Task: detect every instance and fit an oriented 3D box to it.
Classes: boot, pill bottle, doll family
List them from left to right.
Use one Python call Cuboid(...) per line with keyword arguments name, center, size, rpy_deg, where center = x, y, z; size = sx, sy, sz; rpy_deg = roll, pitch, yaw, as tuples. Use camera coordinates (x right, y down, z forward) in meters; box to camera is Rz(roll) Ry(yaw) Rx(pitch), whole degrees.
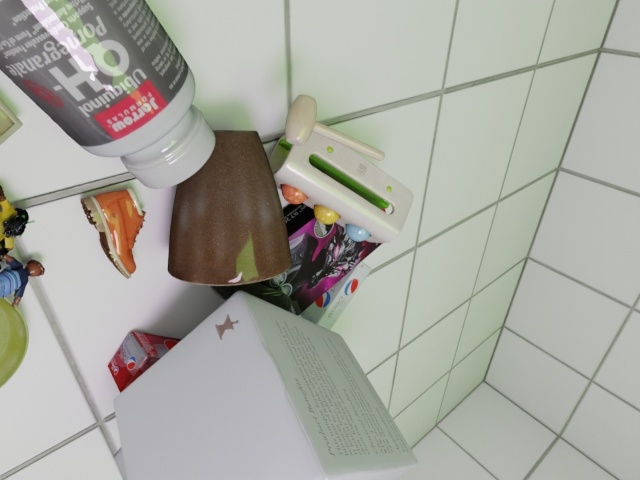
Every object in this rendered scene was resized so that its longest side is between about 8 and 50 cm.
Cuboid(name="doll family", center=(-0.435, 0.007, 0.568), size=(0.111, 0.075, 0.193), rpy_deg=(-68, 179, -64))
Cuboid(name="pill bottle", center=(-0.266, -0.215, 0.512), size=(0.176, 0.176, 0.319), rpy_deg=(-46, 140, -12))
Cuboid(name="boot", center=(-0.318, -0.010, 0.697), size=(0.084, 0.059, 0.158), rpy_deg=(-31, 134, -34))
Cuboid(name="boot", center=(-0.164, 0.156, 0.928), size=(0.076, 0.189, 0.208), rpy_deg=(-64, -175, -33))

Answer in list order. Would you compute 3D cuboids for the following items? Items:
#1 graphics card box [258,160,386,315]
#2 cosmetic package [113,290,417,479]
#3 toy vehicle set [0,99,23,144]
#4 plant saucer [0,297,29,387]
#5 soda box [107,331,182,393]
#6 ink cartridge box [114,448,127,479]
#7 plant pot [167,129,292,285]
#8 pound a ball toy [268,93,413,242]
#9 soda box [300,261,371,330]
Cuboid(name="graphics card box", center=(0.000, 0.000, 0.998), size=(0.371, 0.094, 0.233), rpy_deg=(-37, 137, -20))
Cuboid(name="cosmetic package", center=(-0.090, 0.357, 0.791), size=(0.327, 0.329, 0.393), rpy_deg=(-40, 143, 9))
Cuboid(name="toy vehicle set", center=(-0.455, -0.168, 0.408), size=(0.166, 0.035, 0.267), rpy_deg=(-65, 149, -33))
Cuboid(name="plant saucer", center=(-0.549, 0.151, 0.587), size=(0.240, 0.037, 0.241), rpy_deg=(-25, 131, -33))
Cuboid(name="soda box", center=(-0.292, 0.267, 0.891), size=(0.092, 0.083, 0.263), rpy_deg=(-55, 140, 3))
Cuboid(name="ink cartridge box", center=(-0.328, 0.480, 0.995), size=(0.160, 0.092, 0.219), rpy_deg=(-52, 140, -4))
Cuboid(name="plant pot", center=(-0.156, -0.069, 0.727), size=(0.215, 0.215, 0.231), rpy_deg=(-12, 109, -40))
Cuboid(name="pound a ball toy", center=(0.029, -0.104, 0.791), size=(0.319, 0.208, 0.136), rpy_deg=(29, 79, -25))
Cuboid(name="soda box", center=(0.041, 0.139, 1.154), size=(0.216, 0.069, 0.074), rpy_deg=(-55, 141, 0))
